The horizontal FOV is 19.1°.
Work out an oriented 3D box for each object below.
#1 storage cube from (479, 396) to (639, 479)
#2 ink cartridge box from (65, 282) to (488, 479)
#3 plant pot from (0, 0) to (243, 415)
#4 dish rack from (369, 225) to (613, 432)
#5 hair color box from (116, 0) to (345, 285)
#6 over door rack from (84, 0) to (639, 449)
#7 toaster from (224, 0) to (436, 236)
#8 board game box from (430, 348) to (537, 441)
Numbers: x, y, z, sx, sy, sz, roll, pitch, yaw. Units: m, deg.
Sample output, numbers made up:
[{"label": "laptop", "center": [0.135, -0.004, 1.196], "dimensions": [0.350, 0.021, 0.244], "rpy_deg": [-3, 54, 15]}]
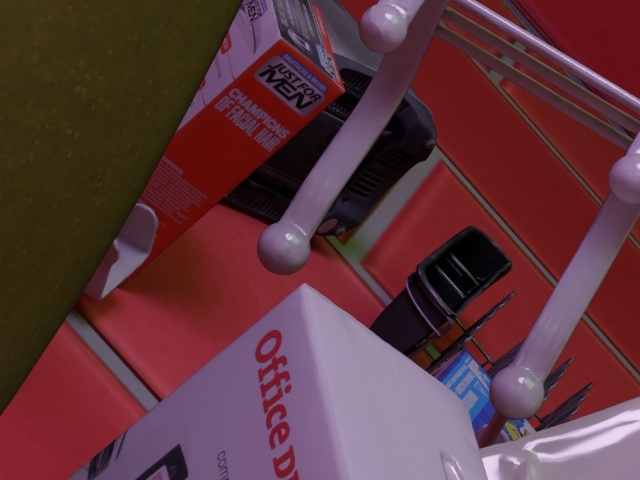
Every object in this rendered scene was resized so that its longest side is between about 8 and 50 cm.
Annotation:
[{"label": "storage cube", "center": [0.104, 0.202, 0.747], "dimensions": [0.193, 0.183, 0.215], "rpy_deg": [88, -16, -45]}, {"label": "ink cartridge box", "center": [-0.040, 0.134, 0.645], "dimensions": [0.086, 0.203, 0.148], "rpy_deg": [38, 21, -30]}, {"label": "plant pot", "center": [-0.162, -0.049, 0.588], "dimensions": [0.275, 0.293, 0.275], "rpy_deg": [42, 20, -19]}, {"label": "dish rack", "center": [0.148, 0.126, 1.296], "dimensions": [0.271, 0.074, 0.208], "rpy_deg": [50, 19, 3]}, {"label": "hair color box", "center": [-0.070, -0.064, 1.024], "dimensions": [0.053, 0.167, 0.093], "rpy_deg": [38, 22, -30]}, {"label": "over door rack", "center": [0.000, 0.000, 0.823], "dimensions": [0.239, 0.324, 0.108], "rpy_deg": [33, 56, 10]}, {"label": "toaster", "center": [-0.038, -0.105, 1.251], "dimensions": [0.227, 0.129, 0.146], "rpy_deg": [21, 29, -51]}, {"label": "board game box", "center": [0.126, 0.232, 1.045], "dimensions": [0.318, 0.066, 0.318], "rpy_deg": [50, 19, 2]}]
